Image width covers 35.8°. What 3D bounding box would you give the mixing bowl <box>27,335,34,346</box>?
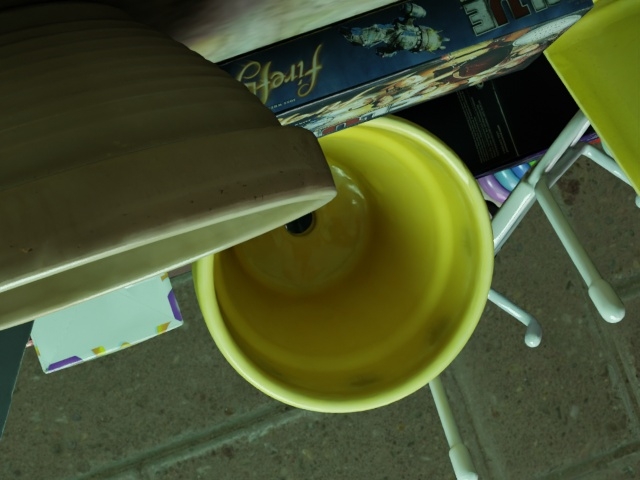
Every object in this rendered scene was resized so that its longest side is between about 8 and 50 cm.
[{"bbox_3d":[-0.411,0.096,1.308,0.181,0.098,0.181,-20,179,0],"label":"mixing bowl"}]

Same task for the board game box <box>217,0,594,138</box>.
[{"bbox_3d":[0.039,-0.113,0.663,0.243,0.042,0.165,-19,179,-3],"label":"board game box"}]

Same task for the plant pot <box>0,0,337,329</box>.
[{"bbox_3d":[-0.121,-0.029,0.425,0.237,0.110,0.237,-20,179,0],"label":"plant pot"}]

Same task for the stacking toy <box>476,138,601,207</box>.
[{"bbox_3d":[0.414,-0.173,1.810,0.141,0.141,0.330,-18,172,-47],"label":"stacking toy"}]

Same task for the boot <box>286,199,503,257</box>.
[{"bbox_3d":[0.063,-0.001,1.130,0.246,0.094,0.207,-38,-141,0],"label":"boot"}]

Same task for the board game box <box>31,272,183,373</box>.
[{"bbox_3d":[-0.249,0.055,1.081,0.144,0.142,0.275,-19,178,-14],"label":"board game box"}]

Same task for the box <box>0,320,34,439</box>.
[{"bbox_3d":[-0.420,0.192,0.900,0.395,0.318,0.097,-20,142,41],"label":"box"}]

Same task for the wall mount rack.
[{"bbox_3d":[0.188,0.045,0.911,0.350,0.130,0.304,-59,169,31],"label":"wall mount rack"}]

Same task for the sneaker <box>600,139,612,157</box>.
[{"bbox_3d":[0.373,-0.158,1.303,0.151,0.094,0.256,-16,-159,37],"label":"sneaker"}]

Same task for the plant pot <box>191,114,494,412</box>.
[{"bbox_3d":[0.000,0.000,0.918,0.254,0.254,0.239,-19,-166,-9],"label":"plant pot"}]

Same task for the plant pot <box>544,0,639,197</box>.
[{"bbox_3d":[0.325,-0.136,0.730,0.187,0.212,0.212,-33,180,-8],"label":"plant pot"}]

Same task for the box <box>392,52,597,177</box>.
[{"bbox_3d":[0.231,-0.140,1.081,0.261,0.103,0.184,-18,180,-31],"label":"box"}]
